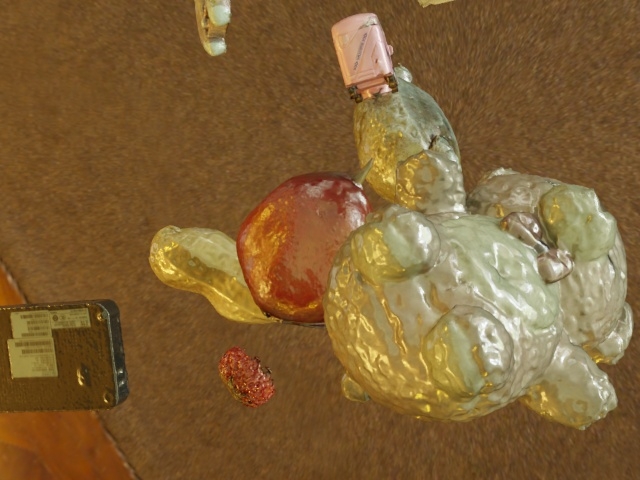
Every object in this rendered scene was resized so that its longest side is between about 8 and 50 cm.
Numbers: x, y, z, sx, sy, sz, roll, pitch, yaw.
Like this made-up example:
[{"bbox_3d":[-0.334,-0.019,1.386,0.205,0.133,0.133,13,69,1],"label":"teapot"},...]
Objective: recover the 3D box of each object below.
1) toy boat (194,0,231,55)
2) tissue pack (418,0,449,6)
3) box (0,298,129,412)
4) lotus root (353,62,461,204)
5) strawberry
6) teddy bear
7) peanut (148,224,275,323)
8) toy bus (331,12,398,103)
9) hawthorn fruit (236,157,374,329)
[{"bbox_3d":[-0.248,-0.514,1.924,0.085,0.155,0.227,0,52,-12],"label":"toy boat"},{"bbox_3d":[0.243,-0.592,1.703,0.156,0.148,0.209,-10,71,12],"label":"tissue pack"},{"bbox_3d":[-0.546,0.227,1.707,0.350,0.058,0.211,-5,93,17],"label":"box"},{"bbox_3d":[0.139,-0.180,1.531,0.175,0.349,0.175,-7,134,-8],"label":"lotus root"},{"bbox_3d":[-0.158,0.289,1.847,0.086,0.145,0.145,-32,91,-17],"label":"strawberry"},{"bbox_3d":[0.130,0.035,0.652,0.267,0.151,0.236,-18,69,-32],"label":"teddy bear"},{"bbox_3d":[-0.160,0.057,1.488,0.290,0.130,0.130,26,99,15],"label":"peanut"},{"bbox_3d":[0.057,-0.216,1.051,0.063,0.203,0.090,-15,93,8],"label":"toy bus"},{"bbox_3d":[0.000,0.000,1.158,0.189,0.189,0.251,37,105,3],"label":"hawthorn fruit"}]
